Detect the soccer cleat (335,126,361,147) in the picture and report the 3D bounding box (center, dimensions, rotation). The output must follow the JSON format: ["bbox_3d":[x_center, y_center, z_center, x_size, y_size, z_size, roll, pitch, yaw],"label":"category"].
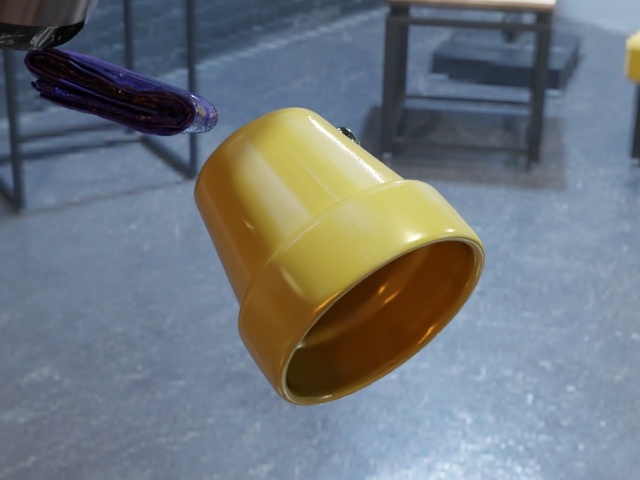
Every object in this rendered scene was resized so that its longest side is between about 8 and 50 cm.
[{"bbox_3d":[0.020,-0.049,1.597,0.072,0.178,0.060,4,-17,-34],"label":"soccer cleat"}]

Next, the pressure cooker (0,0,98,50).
[{"bbox_3d":[-0.368,-0.467,1.549,0.370,0.420,0.375,4,31,-37],"label":"pressure cooker"}]

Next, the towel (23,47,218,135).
[{"bbox_3d":[-0.259,-0.187,1.843,0.228,0.076,0.308,21,5,0],"label":"towel"}]

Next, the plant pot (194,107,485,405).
[{"bbox_3d":[0.000,0.000,1.413,0.254,0.254,0.239,-17,57,-34],"label":"plant pot"}]
